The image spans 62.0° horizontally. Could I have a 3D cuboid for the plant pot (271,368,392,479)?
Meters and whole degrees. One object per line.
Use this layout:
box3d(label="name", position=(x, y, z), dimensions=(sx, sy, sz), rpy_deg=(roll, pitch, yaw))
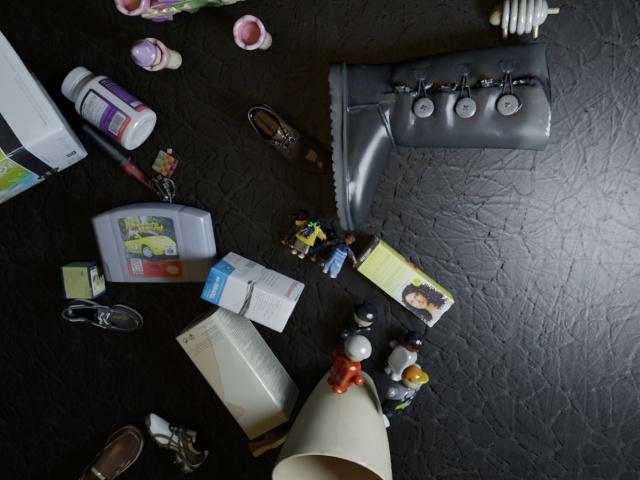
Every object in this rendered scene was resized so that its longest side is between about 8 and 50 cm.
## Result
box3d(label="plant pot", position=(0.047, 0.436, 1.214), dimensions=(0.256, 0.274, 0.257), rpy_deg=(6, 127, 8))

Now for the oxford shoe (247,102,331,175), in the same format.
box3d(label="oxford shoe", position=(-0.075, -0.217, 1.184), dimensions=(0.227, 0.096, 0.083), rpy_deg=(35, 104, -3))

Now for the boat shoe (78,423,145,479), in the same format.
box3d(label="boat shoe", position=(-0.576, 0.613, 1.452), dimensions=(0.095, 0.095, 0.257), rpy_deg=(39, 105, -2))

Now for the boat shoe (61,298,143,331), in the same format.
box3d(label="boat shoe", position=(-0.562, 0.201, 1.368), dimensions=(0.206, 0.065, 0.075), rpy_deg=(13, 104, 5))

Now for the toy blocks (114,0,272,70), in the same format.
box3d(label="toy blocks", position=(-0.277, -0.517, 1.057), dimensions=(0.288, 0.260, 0.309), rpy_deg=(-9, 102, 11))

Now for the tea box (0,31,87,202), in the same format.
box3d(label="tea box", position=(-0.707, -0.215, 1.102), dimensions=(0.323, 0.329, 0.220), rpy_deg=(-33, 98, -13))

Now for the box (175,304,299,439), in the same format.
box3d(label="box", position=(-0.194, 0.306, 1.300), dimensions=(0.121, 0.148, 0.311), rpy_deg=(-32, 96, 15))

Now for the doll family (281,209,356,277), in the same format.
box3d(label="doll family", position=(0.000, 0.000, 1.235), dimensions=(0.193, 0.076, 0.111), rpy_deg=(31, 104, -1))

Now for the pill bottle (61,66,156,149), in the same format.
box3d(label="pill bottle", position=(-0.485, -0.305, 1.216), dimensions=(0.193, 0.108, 0.108), rpy_deg=(37, 105, -1))

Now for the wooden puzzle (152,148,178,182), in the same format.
box3d(label="wooden puzzle", position=(-0.374, -0.183, 1.281), dimensions=(0.049, 0.006, 0.083), rpy_deg=(33, 106, 0))

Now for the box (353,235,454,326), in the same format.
box3d(label="box", position=(0.192, 0.093, 1.237), dimensions=(0.232, 0.058, 0.087), rpy_deg=(37, 106, -1))

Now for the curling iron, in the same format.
box3d(label="curling iron", position=(-0.455, -0.186, 1.273), dimensions=(0.274, 0.035, 0.068), rpy_deg=(40, 132, 0))

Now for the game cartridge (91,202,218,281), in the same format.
box3d(label="game cartridge", position=(-0.403, 0.006, 1.291), dimensions=(0.294, 0.060, 0.196), rpy_deg=(-1, 109, 9))

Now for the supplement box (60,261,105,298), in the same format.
box3d(label="supplement box", position=(-0.604, 0.100, 1.355), dimensions=(0.083, 0.056, 0.083), rpy_deg=(0, 103, 9))

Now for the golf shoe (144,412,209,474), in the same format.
box3d(label="golf shoe", position=(-0.380, 0.521, 1.422), dimensions=(0.094, 0.077, 0.198), rpy_deg=(-40, 99, 0))

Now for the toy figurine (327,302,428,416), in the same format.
box3d(label="toy figurine", position=(0.135, 0.263, 1.204), dimensions=(0.209, 0.213, 0.148), rpy_deg=(26, 116, 2))

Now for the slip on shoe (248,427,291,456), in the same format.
box3d(label="slip on shoe", position=(-0.130, 0.518, 1.392), dimensions=(0.135, 0.051, 0.041), rpy_deg=(-34, 85, 20))

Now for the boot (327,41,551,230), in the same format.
box3d(label="boot", position=(0.247, -0.207, 1.126), dimensions=(0.445, 0.146, 0.367), rpy_deg=(-3, 105, 4))

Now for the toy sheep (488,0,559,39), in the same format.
box3d(label="toy sheep", position=(0.405, -0.452, 1.064), dimensions=(0.132, 0.091, 0.091), rpy_deg=(0, 103, 14))

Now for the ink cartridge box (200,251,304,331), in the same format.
box3d(label="ink cartridge box", position=(-0.154, 0.117, 1.246), dimensions=(0.203, 0.148, 0.086), rpy_deg=(24, 104, 3))

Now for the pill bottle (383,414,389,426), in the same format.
box3d(label="pill bottle", position=(0.130, 0.471, 1.342), dimensions=(0.083, 0.043, 0.043), rpy_deg=(-32, 97, 14))
